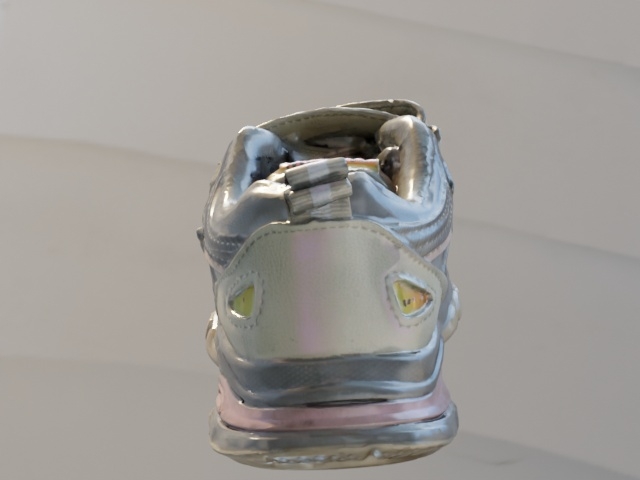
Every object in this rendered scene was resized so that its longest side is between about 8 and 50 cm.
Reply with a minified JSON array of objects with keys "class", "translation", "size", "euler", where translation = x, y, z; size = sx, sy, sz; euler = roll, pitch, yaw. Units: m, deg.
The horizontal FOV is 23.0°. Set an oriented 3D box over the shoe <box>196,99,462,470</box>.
[{"class":"shoe","translation":[0.000,0.000,0.500],"size":[0.089,0.180,0.092],"euler":[-3,-72,4]}]
